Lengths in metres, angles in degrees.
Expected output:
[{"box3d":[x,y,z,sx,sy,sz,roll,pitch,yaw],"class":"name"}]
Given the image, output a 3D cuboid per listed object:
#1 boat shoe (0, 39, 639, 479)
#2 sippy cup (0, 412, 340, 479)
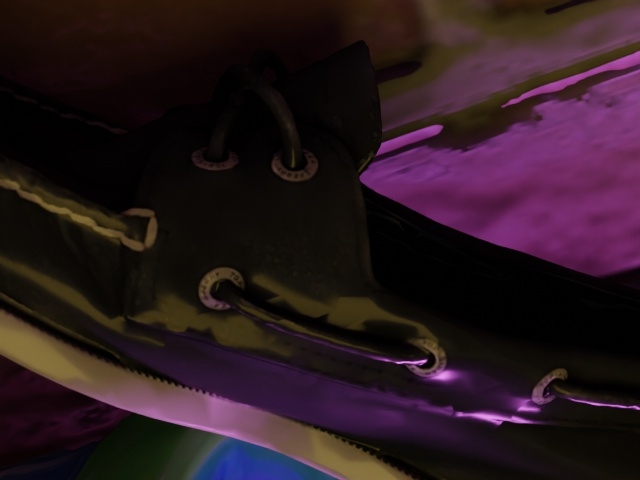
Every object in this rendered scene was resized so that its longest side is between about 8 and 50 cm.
[{"box3d":[0.001,0.002,0.500,0.340,0.127,0.113,29,104,-9],"class":"boat shoe"},{"box3d":[-0.109,0.176,0.568,0.224,0.240,0.305,-8,121,22],"class":"sippy cup"}]
